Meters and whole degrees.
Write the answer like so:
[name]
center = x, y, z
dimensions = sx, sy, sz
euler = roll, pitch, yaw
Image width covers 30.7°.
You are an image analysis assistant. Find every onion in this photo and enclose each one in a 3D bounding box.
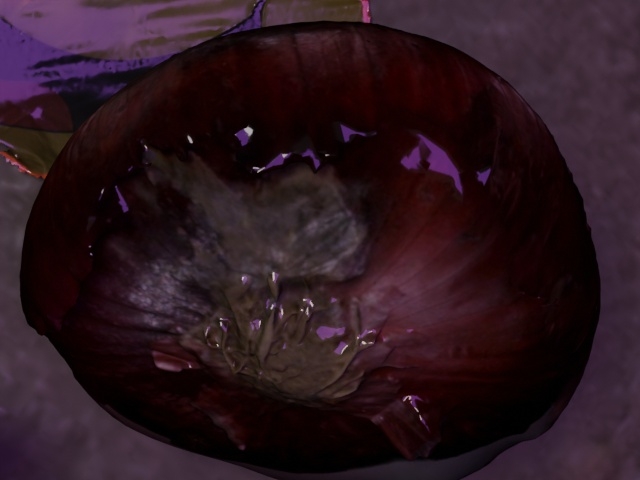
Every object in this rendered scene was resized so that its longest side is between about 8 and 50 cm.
[onion]
center = 0.000, 0.000, 0.562
dimensions = 0.272, 0.272, 0.195
euler = 22, 46, -19

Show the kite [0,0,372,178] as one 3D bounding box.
[kite]
center = -0.096, -0.187, 0.594
dimensions = 0.378, 0.013, 0.327
euler = 34, 85, -18
